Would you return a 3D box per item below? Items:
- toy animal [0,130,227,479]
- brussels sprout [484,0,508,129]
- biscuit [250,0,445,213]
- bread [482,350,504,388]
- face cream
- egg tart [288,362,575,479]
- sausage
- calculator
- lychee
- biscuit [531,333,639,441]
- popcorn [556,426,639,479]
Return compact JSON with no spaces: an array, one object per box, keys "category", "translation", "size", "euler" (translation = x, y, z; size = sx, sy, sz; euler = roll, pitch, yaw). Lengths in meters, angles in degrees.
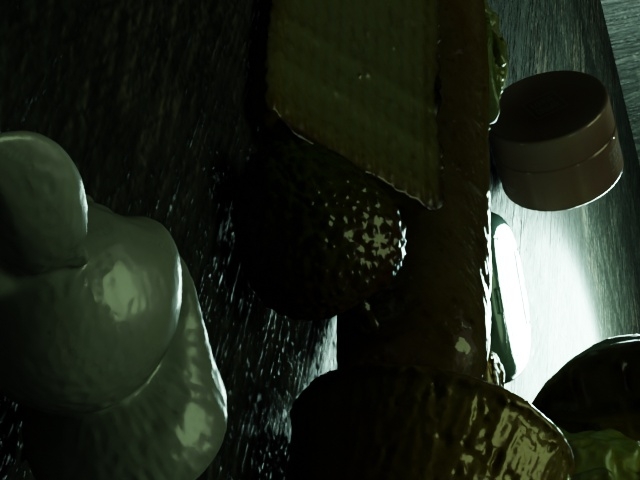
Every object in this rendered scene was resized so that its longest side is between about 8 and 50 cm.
[{"category":"toy animal","translation":[-0.122,0.008,0.780],"size":[0.220,0.104,0.130],"euler":[66,23,-43]},{"category":"brussels sprout","translation":[0.138,-0.155,1.786],"size":[0.139,0.100,0.181],"euler":[73,13,-60]},{"category":"biscuit","translation":[0.023,-0.145,1.370],"size":[0.172,0.029,0.254],"euler":[29,45,-30]},{"category":"bread","translation":[0.159,0.161,1.769],"size":[0.083,0.044,0.110],"euler":[39,45,-72]},{"category":"face cream","translation":[0.277,-0.118,2.133],"size":[0.149,0.149,0.104],"euler":[-79,155,-51]},{"category":"egg tart","translation":[0.057,0.187,1.182],"size":[0.202,0.203,0.147],"euler":[65,35,-43]},{"category":"sausage","translation":[0.078,-0.061,1.465],"size":[0.136,0.123,0.500],"euler":[79,13,-52]},{"category":"calculator","translation":[0.186,0.059,1.916],"size":[0.295,0.042,0.184],"euler":[-14,94,-75]},{"category":"lychee","translation":[0.000,0.000,1.197],"size":[0.146,0.114,0.114],"euler":[60,19,-7]},{"category":"biscuit","translation":[0.368,0.252,1.925],"size":[0.103,0.332,0.332],"euler":[-32,112,-55]},{"category":"popcorn","translation":[0.264,0.292,1.807],"size":[0.235,0.181,0.217],"euler":[60,27,-23]}]
